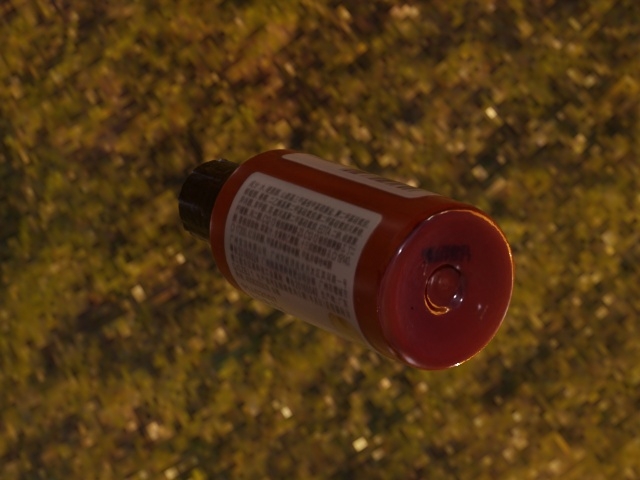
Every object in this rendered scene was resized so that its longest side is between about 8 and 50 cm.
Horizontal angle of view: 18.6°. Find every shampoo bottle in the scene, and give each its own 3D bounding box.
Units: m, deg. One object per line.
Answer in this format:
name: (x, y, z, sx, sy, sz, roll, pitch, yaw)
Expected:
shampoo bottle: (0.000, 0.000, 1.263, 0.104, 0.278, 0.104, -10, 108, -33)
